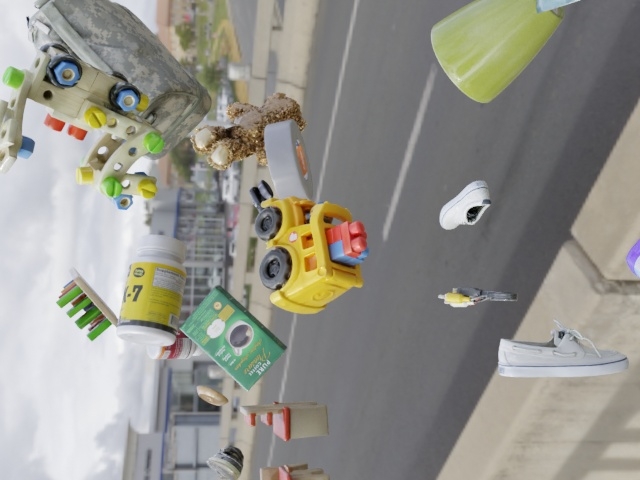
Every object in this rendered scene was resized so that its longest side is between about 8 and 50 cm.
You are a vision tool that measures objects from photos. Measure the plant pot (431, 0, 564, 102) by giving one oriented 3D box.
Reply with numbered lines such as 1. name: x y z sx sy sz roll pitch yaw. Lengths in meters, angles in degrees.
1. plant pot: 0.506 -0.575 1.895 0.293 0.275 0.274 -34 48 41

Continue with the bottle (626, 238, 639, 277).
1. bottle: 0.647 0.094 1.165 0.092 0.118 0.283 -55 32 18

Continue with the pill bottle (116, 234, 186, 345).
1. pill bottle: -0.339 0.102 1.407 0.119 0.119 0.208 114 163 -67

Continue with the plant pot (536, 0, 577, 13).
1. plant pot: 0.606 -0.650 1.531 0.293 0.293 0.196 -126 17 -76

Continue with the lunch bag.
1. lunch bag: -0.394 -0.322 1.338 0.305 0.212 0.256 48 -177 4

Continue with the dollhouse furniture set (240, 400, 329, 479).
1. dollhouse furniture set: -0.056 0.401 1.137 0.262 0.135 0.259 152 116 -73

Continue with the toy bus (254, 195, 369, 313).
1. toy bus: 0.000 0.000 1.274 0.211 0.149 0.220 -29 59 35

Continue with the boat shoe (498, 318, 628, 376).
1. boat shoe: 0.689 0.302 1.966 0.136 0.367 0.156 34 -126 -86

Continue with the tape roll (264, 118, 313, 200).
1. tape roll: -0.081 -0.206 1.819 0.219 0.072 0.219 -12 -90 -80

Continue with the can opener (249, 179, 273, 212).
1. can opener: -0.160 -0.091 2.076 0.186 0.059 0.073 64 150 20

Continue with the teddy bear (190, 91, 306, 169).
1. teddy bear: -0.206 -0.306 2.002 0.338 0.245 0.113 -47 -31 -35

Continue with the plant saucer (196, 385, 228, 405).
1. plant saucer: -0.259 0.372 1.637 0.083 0.083 0.015 107 -174 -60

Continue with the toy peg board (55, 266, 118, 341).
1. toy peg board: -0.567 0.158 1.658 0.161 0.079 0.161 55 164 -20

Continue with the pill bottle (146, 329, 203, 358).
1. pill bottle: -0.421 0.303 2.012 0.086 0.152 0.086 -11 76 48

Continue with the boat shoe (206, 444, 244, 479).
1. boat shoe: -0.222 0.530 1.665 0.073 0.080 0.223 -46 0 -25

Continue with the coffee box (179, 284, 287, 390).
1. coffee box: -0.168 0.188 1.333 0.113 0.184 0.040 -50 -4 6

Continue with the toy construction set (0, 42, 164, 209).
1. toy construction set: -0.377 -0.165 1.054 0.215 0.151 0.328 -59 -29 11

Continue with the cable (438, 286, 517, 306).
1. cable: 0.526 0.193 2.218 0.287 0.139 0.072 5 83 53

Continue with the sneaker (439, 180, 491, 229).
1. sneaker: 0.458 -0.089 2.204 0.258 0.094 0.091 118 147 -59
